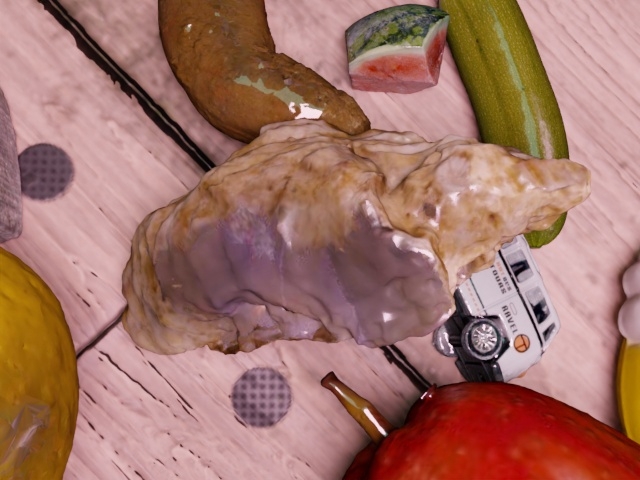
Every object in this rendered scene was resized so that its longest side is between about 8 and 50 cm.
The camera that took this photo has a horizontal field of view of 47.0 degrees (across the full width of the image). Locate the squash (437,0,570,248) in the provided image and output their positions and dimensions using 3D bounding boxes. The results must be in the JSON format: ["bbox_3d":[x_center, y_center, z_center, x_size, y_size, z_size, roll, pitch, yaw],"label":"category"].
[{"bbox_3d":[0.151,-0.120,0.597,0.069,0.069,0.257,-15,84,-7],"label":"squash"}]

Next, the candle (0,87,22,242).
[{"bbox_3d":[-0.300,-0.057,0.546,0.169,0.068,0.192,35,83,3],"label":"candle"}]

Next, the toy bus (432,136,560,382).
[{"bbox_3d":[0.113,0.016,0.567,0.089,0.087,0.193,-24,86,-12],"label":"toy bus"}]

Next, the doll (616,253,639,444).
[{"bbox_3d":[0.347,0.106,0.562,0.238,0.111,0.252,1,74,-6],"label":"doll"}]

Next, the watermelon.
[{"bbox_3d":[0.059,-0.158,0.605,0.085,0.072,0.092,10,43,7],"label":"watermelon"}]

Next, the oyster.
[{"bbox_3d":[-0.001,0.004,0.488,0.342,0.110,0.166,-2,102,20],"label":"oyster"}]

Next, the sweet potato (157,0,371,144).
[{"bbox_3d":[-0.059,-0.154,0.565,0.124,0.098,0.309,-24,88,6],"label":"sweet potato"}]

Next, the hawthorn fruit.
[{"bbox_3d":[0.098,0.185,0.473,0.266,0.210,0.230,46,115,-1],"label":"hawthorn fruit"}]

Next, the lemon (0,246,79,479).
[{"bbox_3d":[-0.272,0.104,0.426,0.254,0.253,0.310,26,44,-1],"label":"lemon"}]
